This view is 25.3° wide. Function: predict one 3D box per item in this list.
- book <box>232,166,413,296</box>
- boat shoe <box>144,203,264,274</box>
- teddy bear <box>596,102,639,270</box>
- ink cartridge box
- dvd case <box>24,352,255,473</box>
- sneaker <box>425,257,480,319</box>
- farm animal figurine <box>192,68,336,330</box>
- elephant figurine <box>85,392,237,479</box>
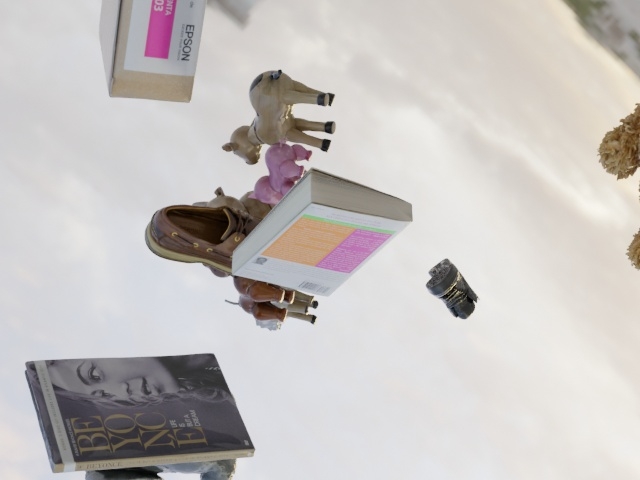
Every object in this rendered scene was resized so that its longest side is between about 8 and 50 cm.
[{"bbox_3d":[0.000,0.000,1.189,0.096,0.144,0.035,15,-124,-25],"label":"book"},{"bbox_3d":[-0.099,-0.004,1.551,0.178,0.060,0.064,8,-121,-17],"label":"boat shoe"},{"bbox_3d":[0.390,-0.119,1.434,0.113,0.338,0.245,27,168,-32],"label":"teddy bear"},{"bbox_3d":[-0.165,-0.280,1.434,0.088,0.235,0.193,5,-153,-16],"label":"ink cartridge box"},{"bbox_3d":[-0.199,0.183,1.553,0.221,0.018,0.164,-1,-144,-23],"label":"dvd case"},{"bbox_3d":[0.196,0.076,2.054,0.089,0.051,0.170,54,-171,-6],"label":"sneaker"},{"bbox_3d":[-0.080,-0.053,1.977,0.172,0.330,0.327,12,173,14],"label":"farm animal figurine"},{"bbox_3d":[-0.226,0.247,1.717,0.169,0.239,0.186,-85,-26,-54],"label":"elephant figurine"}]
